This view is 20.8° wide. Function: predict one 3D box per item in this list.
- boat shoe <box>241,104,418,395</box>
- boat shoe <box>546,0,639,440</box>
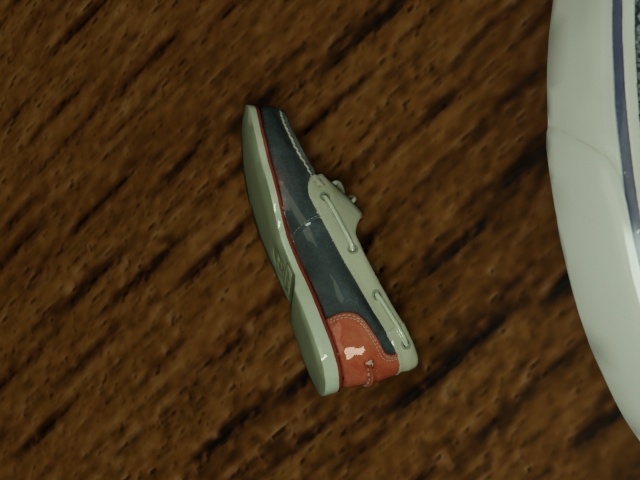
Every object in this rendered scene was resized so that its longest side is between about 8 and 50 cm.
[{"bbox_3d":[0.000,0.000,0.743,0.043,0.049,0.137,-15,66,-12],"label":"boat shoe"},{"bbox_3d":[0.172,-0.096,0.581,0.158,0.127,0.341,-10,77,41],"label":"boat shoe"}]
